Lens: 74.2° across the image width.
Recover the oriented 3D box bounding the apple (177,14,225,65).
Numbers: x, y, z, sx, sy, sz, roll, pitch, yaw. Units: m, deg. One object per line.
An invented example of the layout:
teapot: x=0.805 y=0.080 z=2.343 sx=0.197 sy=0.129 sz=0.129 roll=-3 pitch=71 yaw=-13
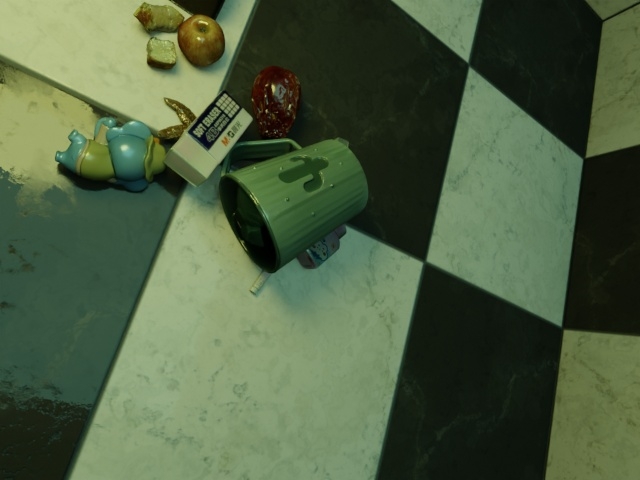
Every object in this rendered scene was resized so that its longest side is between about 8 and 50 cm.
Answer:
apple: x=-0.364 y=-0.615 z=1.298 sx=0.146 sy=0.131 sz=0.147 roll=3 pitch=83 yaw=-24

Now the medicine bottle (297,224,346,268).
medicine bottle: x=0.000 y=0.000 z=1.462 sx=0.188 sy=0.094 sz=0.119 roll=-40 pitch=106 yaw=-27

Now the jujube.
jujube: x=-0.149 y=-0.450 z=1.402 sx=0.167 sy=0.168 sz=0.237 roll=3 pitch=98 yaw=-30

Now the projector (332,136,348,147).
projector: x=0.045 y=-0.278 z=1.507 sx=0.061 sy=0.115 sz=0.147 roll=15 pitch=78 yaw=-26

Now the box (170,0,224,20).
box: x=-0.406 y=-0.835 z=1.292 sx=0.273 sy=0.143 sz=0.184 roll=27 pitch=72 yaw=-24

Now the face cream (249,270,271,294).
face cream: x=-0.189 y=0.125 z=1.383 sx=0.038 sy=0.020 sz=0.115 roll=44 pitch=63 yaw=-18

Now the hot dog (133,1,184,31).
hot dog: x=-0.493 y=-0.668 z=1.268 sx=0.168 sy=0.061 sz=0.078 roll=-26 pitch=131 yaw=-49

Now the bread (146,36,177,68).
bread: x=-0.475 y=-0.551 z=1.261 sx=0.083 sy=0.070 sz=0.077 roll=-2 pitch=85 yaw=-29

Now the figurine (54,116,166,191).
figurine: x=-0.550 y=-0.239 z=1.139 sx=0.261 sy=0.153 sz=0.180 roll=13 pitch=86 yaw=-37

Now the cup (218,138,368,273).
cup: x=-0.101 y=-0.157 z=1.288 sx=0.392 sy=0.310 sz=0.401 roll=-30 pitch=98 yaw=-26

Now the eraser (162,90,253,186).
eraser: x=-0.321 y=-0.300 z=1.235 sx=0.130 sy=0.086 sz=0.287 roll=40 pitch=53 yaw=-22

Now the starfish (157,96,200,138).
starfish: x=-0.387 y=-0.344 z=1.295 sx=0.235 sy=0.062 sz=0.278 roll=31 pitch=62 yaw=-22
